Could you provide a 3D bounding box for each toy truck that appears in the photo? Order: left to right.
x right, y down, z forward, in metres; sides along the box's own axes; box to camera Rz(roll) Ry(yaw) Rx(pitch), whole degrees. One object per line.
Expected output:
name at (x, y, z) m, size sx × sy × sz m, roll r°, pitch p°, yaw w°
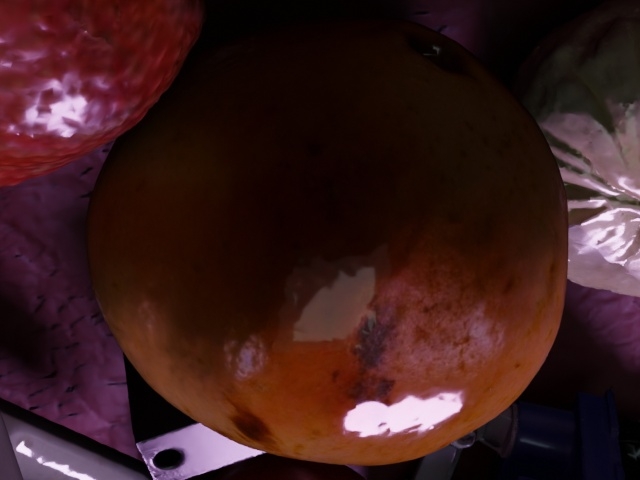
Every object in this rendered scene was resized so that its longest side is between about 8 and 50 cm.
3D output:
toy truck at (0.129, 0.199, 0.743) m, size 0.176 × 0.161 × 0.213 m, roll 14°, pitch 121°, yaw 1°

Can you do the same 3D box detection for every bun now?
bun at (0.178, -0.040, 0.606) m, size 0.164 × 0.111 × 0.188 m, roll -35°, pitch 128°, yaw 14°

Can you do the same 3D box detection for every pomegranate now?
pomegranate at (0.003, -0.005, 0.530) m, size 0.209 × 0.209 × 0.209 m, roll -7°, pitch 124°, yaw -10°

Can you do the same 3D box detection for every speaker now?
speaker at (0.005, 0.060, 0.644) m, size 0.218 × 0.082 × 0.044 m, roll -19°, pitch 131°, yaw -2°

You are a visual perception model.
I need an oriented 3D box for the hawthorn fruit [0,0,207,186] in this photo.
hawthorn fruit at (-0.165, -0.115, 0.420) m, size 0.253 × 0.205 × 0.205 m, roll 0°, pitch 123°, yaw -13°

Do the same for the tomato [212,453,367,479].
tomato at (-0.010, 0.183, 0.713) m, size 0.139 × 0.091 × 0.159 m, roll 22°, pitch 127°, yaw 11°

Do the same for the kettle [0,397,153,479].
kettle at (-0.186, 0.191, 0.523) m, size 0.250 × 0.361 × 0.377 m, roll -23°, pitch 88°, yaw 28°
